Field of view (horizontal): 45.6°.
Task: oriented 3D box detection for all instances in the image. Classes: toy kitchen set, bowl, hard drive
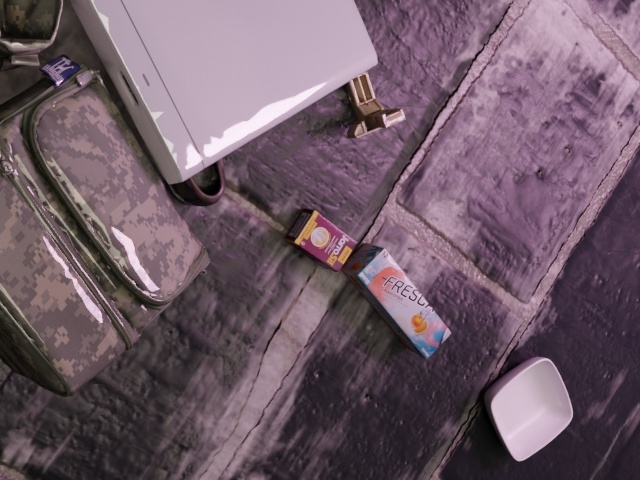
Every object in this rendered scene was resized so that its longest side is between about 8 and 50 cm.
[{"bbox_3d":[0.059,-0.187,1.046,0.068,0.083,0.075,-25,107,-19],"label":"toy kitchen set"},{"bbox_3d":[0.335,0.270,1.254,0.142,0.053,0.142,-32,109,-16],"label":"bowl"},{"bbox_3d":[-0.095,-0.253,0.929,0.353,0.047,0.233,-37,110,-34],"label":"hard drive"}]

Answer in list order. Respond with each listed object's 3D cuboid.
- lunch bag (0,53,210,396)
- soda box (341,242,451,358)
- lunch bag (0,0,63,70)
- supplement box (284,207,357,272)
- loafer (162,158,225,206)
[{"bbox_3d":[-0.292,-0.020,0.858,0.256,0.212,0.305,-43,114,-30],"label":"lunch bag"},{"bbox_3d":[0.112,0.088,1.122,0.058,0.063,0.183,-45,112,-11],"label":"soda box"},{"bbox_3d":[-0.343,-0.314,0.766,0.168,0.235,0.287,-10,101,-28],"label":"lunch bag"},{"bbox_3d":[0.000,0.000,1.070,0.083,0.043,0.055,35,82,-25],"label":"supplement box"},{"bbox_3d":[-0.177,-0.185,0.935,0.109,0.095,0.303,-22,106,-18],"label":"loafer"}]
